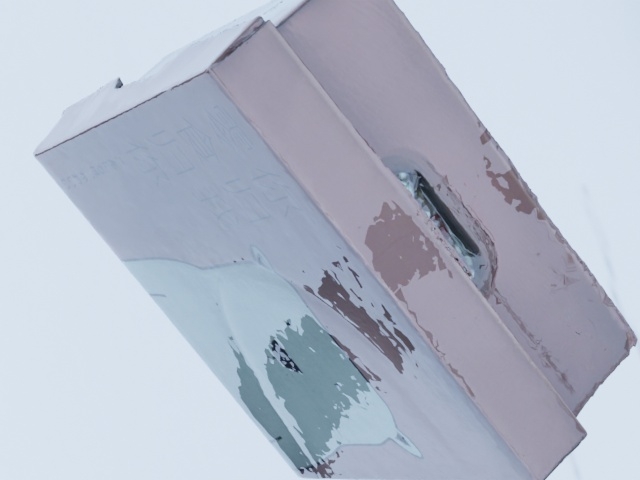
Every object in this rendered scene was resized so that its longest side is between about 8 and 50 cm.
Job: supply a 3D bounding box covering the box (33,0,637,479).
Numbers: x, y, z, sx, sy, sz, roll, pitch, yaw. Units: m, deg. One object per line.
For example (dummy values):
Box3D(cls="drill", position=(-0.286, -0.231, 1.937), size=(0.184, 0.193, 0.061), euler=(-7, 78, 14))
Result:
Box3D(cls="box", position=(0.000, 0.000, 0.727), size=(0.086, 0.215, 0.215), euler=(-45, 104, -25))
